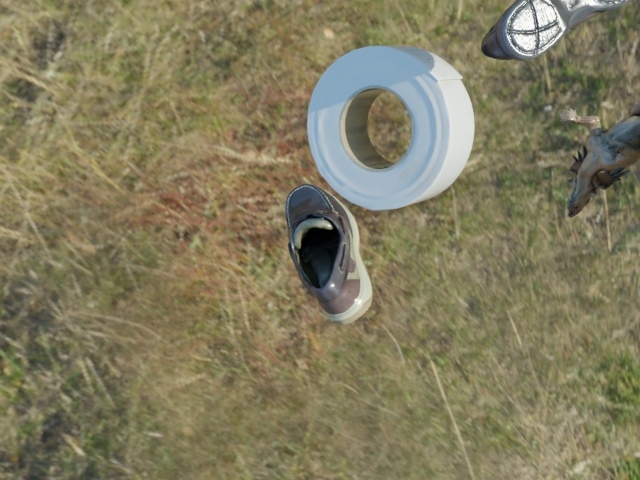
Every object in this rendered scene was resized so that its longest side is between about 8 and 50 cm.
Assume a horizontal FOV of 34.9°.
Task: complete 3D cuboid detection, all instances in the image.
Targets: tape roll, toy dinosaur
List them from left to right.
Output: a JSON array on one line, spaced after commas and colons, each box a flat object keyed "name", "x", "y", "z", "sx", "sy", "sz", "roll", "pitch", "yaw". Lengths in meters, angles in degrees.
[{"name": "tape roll", "x": 0.120, "y": -0.198, "z": 1.769, "sx": 0.286, "sy": 0.100, "sz": 0.286, "roll": 7, "pitch": 103, "yaw": 32}, {"name": "toy dinosaur", "x": 0.558, "y": -0.175, "z": 1.848, "sx": 0.296, "sy": 0.200, "sz": 0.127, "roll": -24, "pitch": 60, "yaw": 14}]

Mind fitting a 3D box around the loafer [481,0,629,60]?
[{"name": "loafer", "x": 0.355, "y": -0.355, "z": 1.476, "sx": 0.302, "sy": 0.095, "sz": 0.109, "roll": -35, "pitch": 102, "yaw": -18}]

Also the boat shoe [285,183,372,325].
[{"name": "boat shoe", "x": 0.000, "y": 0.000, "z": 1.511, "sx": 0.103, "sy": 0.092, "sz": 0.285, "roll": -29, "pitch": 43, "yaw": 11}]
